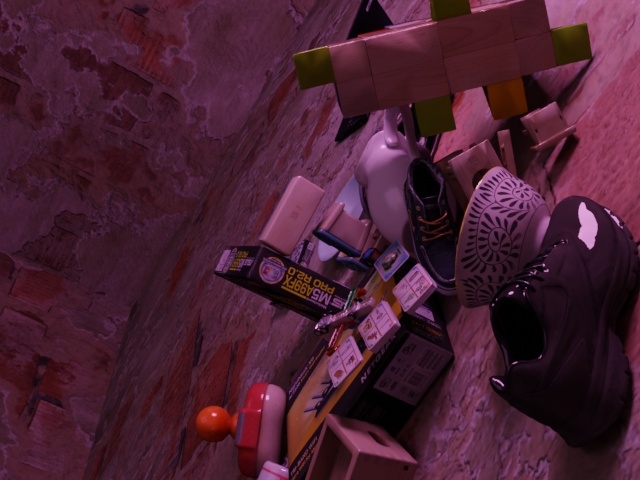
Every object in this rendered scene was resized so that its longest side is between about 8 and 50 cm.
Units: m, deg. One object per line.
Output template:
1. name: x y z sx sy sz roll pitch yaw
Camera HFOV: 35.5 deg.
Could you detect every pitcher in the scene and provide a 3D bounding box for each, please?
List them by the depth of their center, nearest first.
1. pitcher: 0.128 -0.096 1.494 0.207 0.125 0.178 -116 26 -50

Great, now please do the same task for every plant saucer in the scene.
1. plant saucer: 0.058 -0.042 1.887 0.195 0.037 0.195 -56 17 28

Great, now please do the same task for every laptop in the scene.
1. laptop: 0.069 -0.380 2.204 0.264 0.136 0.234 -27 39 65

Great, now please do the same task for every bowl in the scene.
1. bowl: 0.224 0.005 1.143 0.080 0.170 0.170 14 73 29

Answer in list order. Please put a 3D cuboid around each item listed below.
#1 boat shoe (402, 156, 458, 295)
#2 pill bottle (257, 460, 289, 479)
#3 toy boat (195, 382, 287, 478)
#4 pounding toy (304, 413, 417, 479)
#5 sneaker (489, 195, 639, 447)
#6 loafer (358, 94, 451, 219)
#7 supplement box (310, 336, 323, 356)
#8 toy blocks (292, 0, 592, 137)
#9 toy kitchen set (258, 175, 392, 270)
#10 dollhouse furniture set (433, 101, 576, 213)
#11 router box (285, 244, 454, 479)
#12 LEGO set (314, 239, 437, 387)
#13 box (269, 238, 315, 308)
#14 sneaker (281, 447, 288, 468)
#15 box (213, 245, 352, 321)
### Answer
1. boat shoe: 0.151 -0.020 1.345 0.083 0.065 0.183 79 174 -67
2. pill bottle: -0.073 0.418 1.490 0.160 0.087 0.087 -67 16 -12
3. toy boat: -0.130 0.306 1.641 0.231 0.151 0.151 80 -163 -79
4. pounding toy: 0.044 0.348 1.231 0.181 0.094 0.206 -148 75 -70
5. sneaker: 0.235 0.055 0.992 0.109 0.130 0.286 -50 19 46
6. loafer: 0.149 -0.170 1.684 0.095 0.109 0.303 -30 33 56
7. supplement box: 0.019 0.189 1.649 0.062 0.036 0.098 -62 16 7
8. toy blocks: 0.156 -0.264 1.423 0.261 0.381 0.191 -97 -6 -78
9. toy kitchen set: 0.000 0.000 1.678 0.122 0.207 0.166 -61 14 -8
10. dollhouse furniture set: 0.251 -0.098 1.329 0.160 0.101 0.182 -29 3 2
11. router box: 0.059 0.193 1.431 0.309 0.081 0.243 -57 17 21
12. LEGO set: 0.073 0.094 1.352 0.182 0.060 0.244 -48 19 7
13. box: -0.059 0.071 2.107 0.094 0.027 0.137 -34 34 63
14. sneaker: -0.032 0.342 1.568 0.069 0.038 0.098 -50 21 44
15. box: -0.052 0.079 1.722 0.060 0.216 0.270 -65 16 -8
